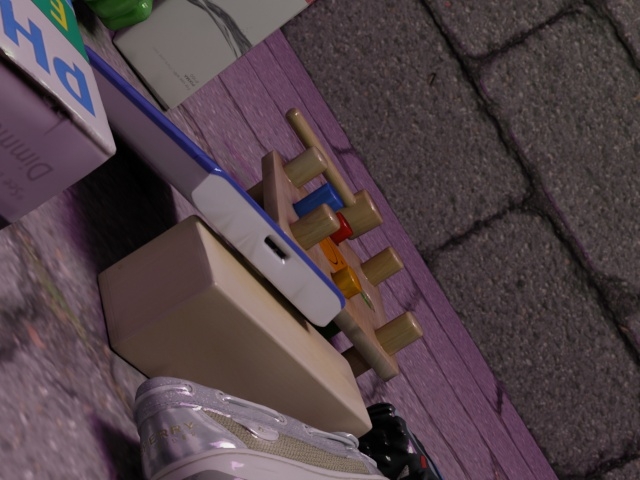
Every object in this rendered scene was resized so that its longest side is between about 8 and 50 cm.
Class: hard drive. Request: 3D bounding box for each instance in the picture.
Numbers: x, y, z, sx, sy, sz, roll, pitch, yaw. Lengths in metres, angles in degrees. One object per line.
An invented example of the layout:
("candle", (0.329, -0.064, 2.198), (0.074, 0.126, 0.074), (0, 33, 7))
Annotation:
("hard drive", (-0.119, -0.059, 1.117), (0.210, 0.040, 0.318), (47, -4, -42))

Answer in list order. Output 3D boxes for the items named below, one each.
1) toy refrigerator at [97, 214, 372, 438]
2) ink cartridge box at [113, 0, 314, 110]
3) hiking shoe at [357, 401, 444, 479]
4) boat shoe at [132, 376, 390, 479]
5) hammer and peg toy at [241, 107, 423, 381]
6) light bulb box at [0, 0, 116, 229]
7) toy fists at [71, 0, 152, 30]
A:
("toy refrigerator", (-0.069, 0.098, 1.034), (0.269, 0.102, 0.094), (47, 16, -44))
("ink cartridge box", (-0.112, -0.313, 1.490), (0.117, 0.283, 0.207), (50, 13, -21))
("hiking shoe", (0.112, 0.302, 1.245), (0.132, 0.113, 0.304), (50, 14, -35))
("boat shoe", (-0.036, 0.178, 0.933), (0.320, 0.118, 0.103), (26, 37, -58))
("hammer and peg toy", (0.000, 0.000, 1.549), (0.266, 0.127, 0.361), (51, 13, -24))
("light bulb box", (-0.297, -0.181, 0.450), (0.358, 0.225, 0.361), (46, 15, -49))
("toy fists", (-0.289, -0.350, 1.306), (0.279, 0.096, 0.142), (51, 3, -29))
